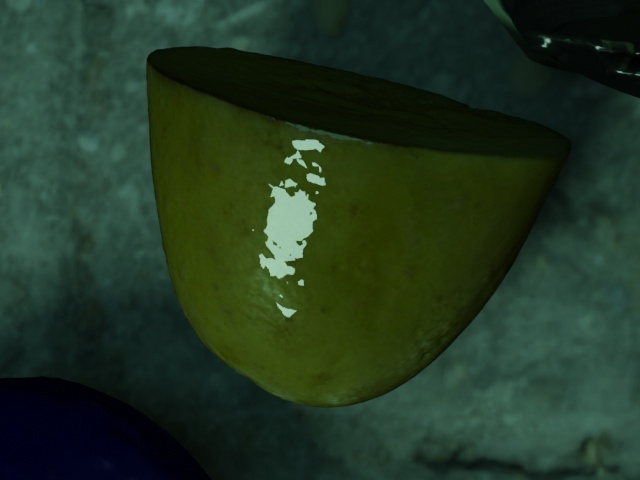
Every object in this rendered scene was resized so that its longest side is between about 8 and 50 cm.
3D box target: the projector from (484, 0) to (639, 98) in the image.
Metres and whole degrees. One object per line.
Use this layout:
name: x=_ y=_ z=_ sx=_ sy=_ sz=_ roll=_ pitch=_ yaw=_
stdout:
projector: x=0.191 y=-0.092 z=0.625 sx=0.259 sy=0.257 sz=0.079 roll=14 pitch=87 yaw=20

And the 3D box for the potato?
potato: x=0.000 y=0.000 z=0.738 sx=0.204 sy=0.178 sz=0.158 roll=14 pitch=104 yaw=-5

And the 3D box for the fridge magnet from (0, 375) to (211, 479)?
fridge magnet: x=-0.152 y=0.203 z=0.778 sx=0.266 sy=0.113 sz=0.265 roll=-3 pitch=82 yaw=18
